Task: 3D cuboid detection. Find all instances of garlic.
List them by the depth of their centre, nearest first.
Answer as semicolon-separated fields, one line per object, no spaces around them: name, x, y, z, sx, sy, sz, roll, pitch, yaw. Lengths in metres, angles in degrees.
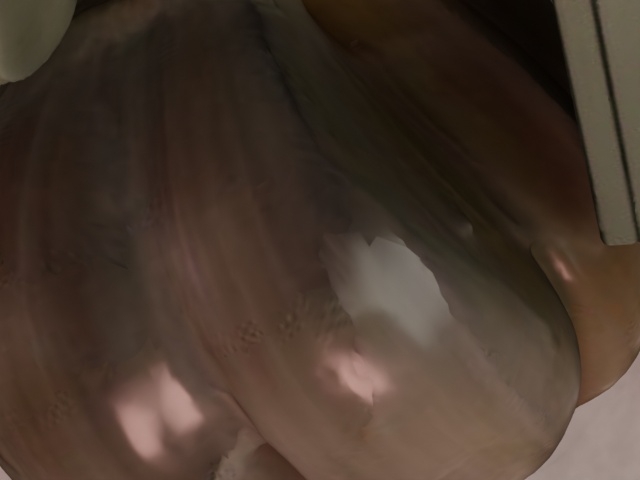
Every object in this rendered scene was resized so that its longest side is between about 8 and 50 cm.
garlic;0.000;0.000;0.566;0.237;0.210;0.292;-49;120;-51

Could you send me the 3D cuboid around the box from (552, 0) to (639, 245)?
box;0.198;-0.125;0.501;0.225;0.225;0.117;-76;155;-43

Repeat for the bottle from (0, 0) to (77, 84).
bottle;-0.121;-0.184;0.416;0.229;0.229;0.352;23;96;-29
